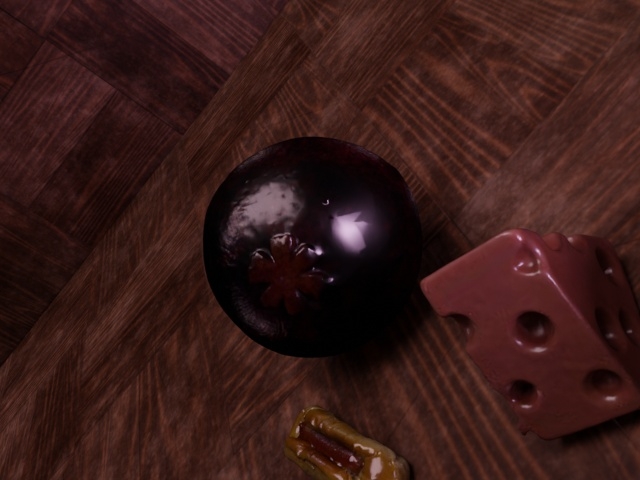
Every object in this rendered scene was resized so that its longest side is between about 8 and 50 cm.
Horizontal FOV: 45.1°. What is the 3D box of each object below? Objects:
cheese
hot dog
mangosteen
[{"bbox_3d":[0.222,0.062,0.768,0.128,0.203,0.177,-37,3,36],"label":"cheese"},{"bbox_3d":[0.016,0.263,0.960,0.084,0.073,0.242,-55,26,-12],"label":"hot dog"},{"bbox_3d":[0.000,0.000,1.082,0.307,0.307,0.347,-43,0,23],"label":"mangosteen"}]
